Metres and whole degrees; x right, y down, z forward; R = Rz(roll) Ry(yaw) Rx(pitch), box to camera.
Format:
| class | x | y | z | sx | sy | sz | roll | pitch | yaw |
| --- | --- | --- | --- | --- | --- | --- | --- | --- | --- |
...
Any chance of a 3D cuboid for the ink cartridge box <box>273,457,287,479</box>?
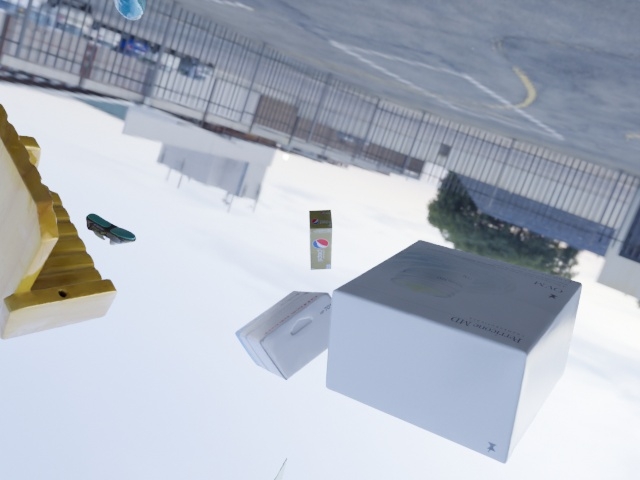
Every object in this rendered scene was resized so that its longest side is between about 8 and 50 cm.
| class | x | y | z | sx | sy | sz | roll | pitch | yaw |
| --- | --- | --- | --- | --- | --- | --- | --- | --- | --- |
| ink cartridge box | -0.059 | 0.289 | 0.456 | 0.056 | 0.171 | 0.235 | 19 | -165 | 14 |

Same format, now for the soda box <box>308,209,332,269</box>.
| class | x | y | z | sx | sy | sz | roll | pitch | yaw |
| --- | --- | --- | --- | --- | --- | --- | --- | --- | --- |
| soda box | 0.000 | 0.000 | 1.665 | 0.058 | 0.181 | 0.061 | -2 | -127 | -2 |

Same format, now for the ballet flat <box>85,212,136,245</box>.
| class | x | y | z | sx | sy | sz | roll | pitch | yaw |
| --- | --- | --- | --- | --- | --- | --- | --- | --- | --- |
| ballet flat | -0.402 | -0.013 | 1.251 | 0.114 | 0.041 | 0.041 | 26 | -169 | 15 |

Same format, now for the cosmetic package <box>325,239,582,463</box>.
| class | x | y | z | sx | sy | sz | roll | pitch | yaw |
| --- | --- | --- | --- | --- | --- | --- | --- | --- | --- |
| cosmetic package | 0.160 | 0.112 | 0.776 | 0.224 | 0.138 | 0.224 | 16 | -155 | 30 |

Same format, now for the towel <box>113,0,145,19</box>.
| class | x | y | z | sx | sy | sz | roll | pitch | yaw |
| --- | --- | --- | --- | --- | --- | --- | --- | --- | --- |
| towel | -0.245 | -0.456 | 0.716 | 0.040 | 0.272 | 0.370 | -13 | 169 | -15 |

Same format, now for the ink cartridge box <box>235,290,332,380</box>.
| class | x | y | z | sx | sy | sz | roll | pitch | yaw |
| --- | --- | --- | --- | --- | --- | --- | --- | --- | --- |
| ink cartridge box | -0.052 | 0.154 | 1.109 | 0.082 | 0.139 | 0.190 | 58 | 162 | -9 |

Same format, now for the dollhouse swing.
| class | x | y | z | sx | sy | sz | roll | pitch | yaw |
| --- | --- | --- | --- | --- | --- | --- | --- | --- | --- |
| dollhouse swing | -0.467 | -0.069 | 1.107 | 0.347 | 0.305 | 0.315 | 57 | -153 | 13 |
